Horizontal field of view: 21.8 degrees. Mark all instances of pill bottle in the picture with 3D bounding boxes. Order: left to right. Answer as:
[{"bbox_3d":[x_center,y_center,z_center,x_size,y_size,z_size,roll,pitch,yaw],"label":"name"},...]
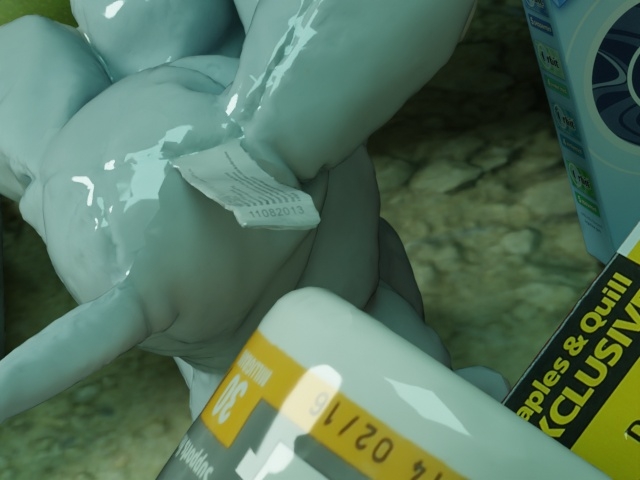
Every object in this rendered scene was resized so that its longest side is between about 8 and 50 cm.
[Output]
[{"bbox_3d":[-0.018,0.167,0.508,0.162,0.162,0.278,32,87,41],"label":"pill bottle"}]

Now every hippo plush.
[{"bbox_3d":[0.000,0.000,0.698,0.234,0.236,0.294,-34,34,2],"label":"hippo plush"}]

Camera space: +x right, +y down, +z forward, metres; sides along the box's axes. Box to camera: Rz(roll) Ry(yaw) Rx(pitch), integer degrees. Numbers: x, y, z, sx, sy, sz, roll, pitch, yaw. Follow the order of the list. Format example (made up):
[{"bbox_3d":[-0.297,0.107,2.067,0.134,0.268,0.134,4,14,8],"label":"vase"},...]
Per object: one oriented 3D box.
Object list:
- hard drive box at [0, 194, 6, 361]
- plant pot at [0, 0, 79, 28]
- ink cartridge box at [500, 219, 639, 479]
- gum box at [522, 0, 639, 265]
[{"bbox_3d":[-0.282,-0.006,0.836,0.232,0.181,0.089,1,4,19],"label":"hard drive box"},{"bbox_3d":[-0.130,-0.181,0.906,0.276,0.254,0.276,21,40,-19],"label":"plant pot"},{"bbox_3d":[0.215,0.012,0.624,0.272,0.130,0.309,34,85,43],"label":"ink cartridge box"},{"bbox_3d":[0.184,-0.097,0.800,0.157,0.184,0.041,-22,23,-9],"label":"gum box"}]
